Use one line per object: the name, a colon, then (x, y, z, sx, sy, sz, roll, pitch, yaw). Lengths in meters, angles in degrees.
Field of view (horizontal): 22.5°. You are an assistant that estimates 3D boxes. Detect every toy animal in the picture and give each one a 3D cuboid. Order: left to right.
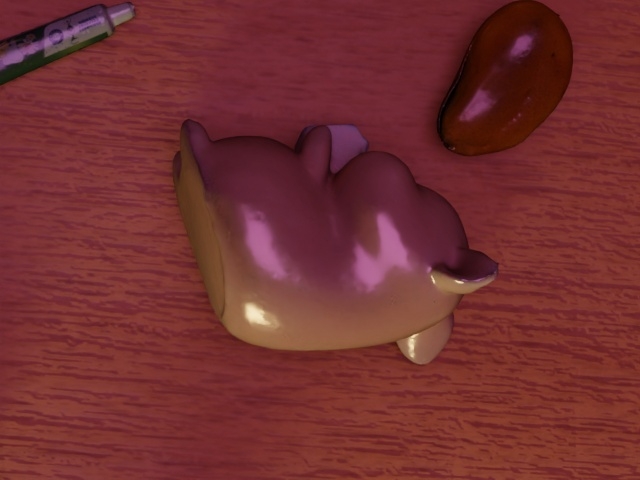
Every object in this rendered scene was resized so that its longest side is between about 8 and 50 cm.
toy animal: (0.004, -0.002, 1.456, 0.256, 0.195, 0.213, -4, 66, -10)

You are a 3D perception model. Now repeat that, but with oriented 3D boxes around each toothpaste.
toothpaste: (-0.265, -0.176, 1.480, 0.204, 0.031, 0.049, -24, 93, -6)

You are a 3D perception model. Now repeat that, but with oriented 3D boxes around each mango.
mango: (0.175, -0.151, 1.526, 0.105, 0.084, 0.159, 30, 107, -24)
